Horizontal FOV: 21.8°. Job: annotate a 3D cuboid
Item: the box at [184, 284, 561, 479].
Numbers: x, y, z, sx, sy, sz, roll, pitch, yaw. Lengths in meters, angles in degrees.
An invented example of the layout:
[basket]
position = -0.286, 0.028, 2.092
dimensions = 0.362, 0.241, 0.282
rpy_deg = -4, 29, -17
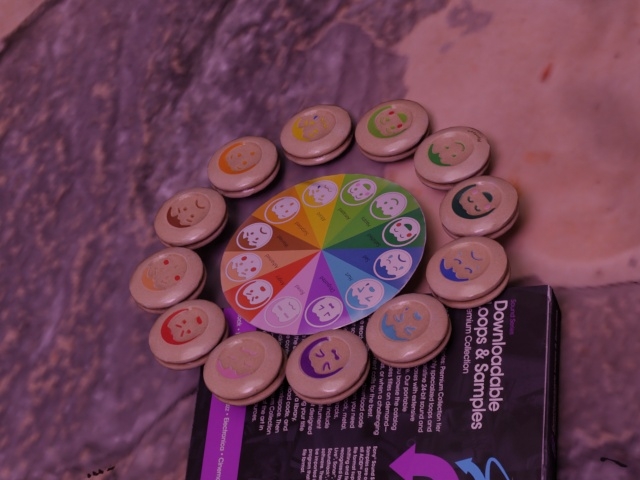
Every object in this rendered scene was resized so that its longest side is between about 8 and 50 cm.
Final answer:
[box]
position = 0.022, 0.081, 0.717
dimensions = 0.162, 0.029, 0.116
rpy_deg = -5, 59, 20

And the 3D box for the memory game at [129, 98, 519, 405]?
[memory game]
position = 0.000, 0.000, 0.758
dimensions = 0.186, 0.012, 0.186
rpy_deg = -12, 45, 12
